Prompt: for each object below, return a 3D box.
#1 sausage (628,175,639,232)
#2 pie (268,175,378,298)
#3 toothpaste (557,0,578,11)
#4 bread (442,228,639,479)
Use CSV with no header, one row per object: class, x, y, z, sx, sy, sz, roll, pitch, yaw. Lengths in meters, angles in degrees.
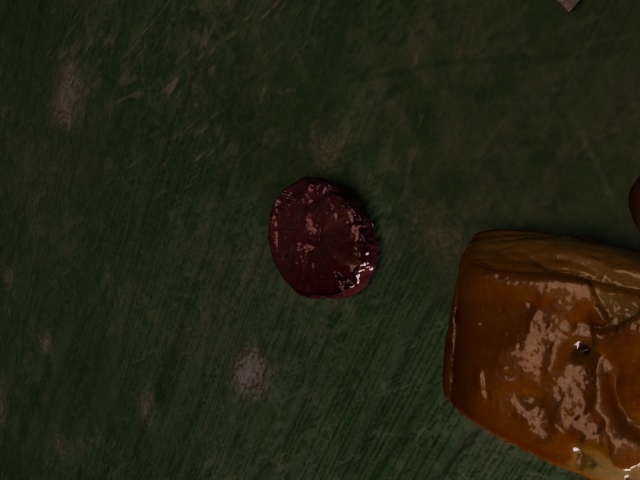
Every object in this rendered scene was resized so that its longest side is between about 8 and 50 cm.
sausage,0.451,0.006,0.515,0.500,0.123,0.136,11,121,38
pie,0.000,0.000,0.941,0.154,0.036,0.155,8,103,38
toothpaste,0.279,-0.331,0.648,0.314,0.056,0.058,-51,23,39
bread,0.221,0.102,0.738,0.235,0.099,0.211,16,108,36
